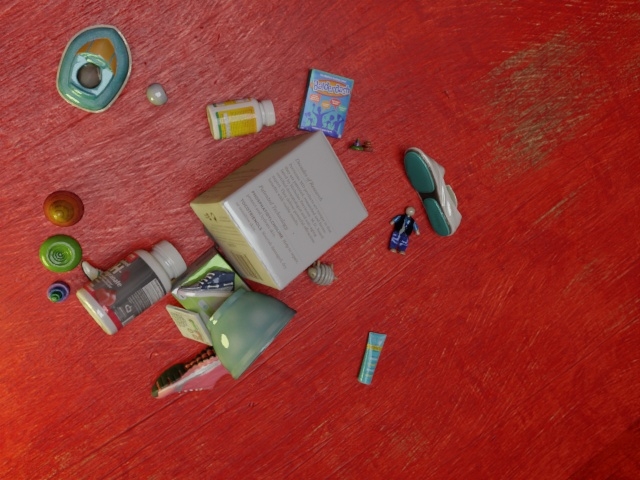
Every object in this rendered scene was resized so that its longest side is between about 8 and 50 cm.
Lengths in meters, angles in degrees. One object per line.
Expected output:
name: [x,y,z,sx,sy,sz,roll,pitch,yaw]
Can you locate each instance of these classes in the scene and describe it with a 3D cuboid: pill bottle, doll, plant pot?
pill bottle: [-0.262,-0.409,1.779,0.209,0.117,0.117,-14,106,-14]
doll: [0.328,-0.041,2.089,0.129,0.046,0.188,16,91,-11]
plant pot: [-0.245,0.279,1.747,0.196,0.293,0.293,41,88,4]
pill bottle: [-0.599,0.140,1.737,0.319,0.176,0.176,-40,112,-27]

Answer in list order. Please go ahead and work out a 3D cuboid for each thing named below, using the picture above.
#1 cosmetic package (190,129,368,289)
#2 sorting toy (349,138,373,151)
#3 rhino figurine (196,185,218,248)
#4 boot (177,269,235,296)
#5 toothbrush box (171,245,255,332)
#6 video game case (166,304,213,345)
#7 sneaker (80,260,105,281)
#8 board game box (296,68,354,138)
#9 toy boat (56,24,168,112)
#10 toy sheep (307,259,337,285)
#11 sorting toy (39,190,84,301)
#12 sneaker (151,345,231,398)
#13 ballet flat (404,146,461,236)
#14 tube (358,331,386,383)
cosmetic package: [-0.136,-0.101,1.734,0.394,0.329,0.327,-40,111,-22]
sorting toy: [0.149,-0.349,1.955,0.102,0.061,0.042,1,102,-41]
rhino figurine: [-0.354,-0.064,1.849,0.106,0.073,0.243,-21,105,-19]
boot: [-0.375,0.140,1.770,0.190,0.069,0.086,3,94,-27]
toothbrush box: [-0.356,0.197,1.885,0.206,0.122,0.283,-40,112,-6]
video game case: [-0.448,0.292,1.850,0.019,0.143,0.157,-54,140,-37]
sneaker: [-0.727,0.121,1.790,0.075,0.057,0.161,-40,110,-24]
board game box: [0.017,-0.479,1.889,0.160,0.047,0.210,9,99,-19]
toy boat: [-0.617,-0.498,1.628,0.318,0.148,0.267,21,95,-21]
toy sheep: [0.009,0.126,2.006,0.132,0.091,0.091,14,98,-25]
sorting toy: [-0.825,0.030,1.694,0.127,0.126,0.365,5,100,-19]
sneaker: [-0.447,0.499,1.927,0.314,0.116,0.136,-28,110,-10]
ballet flat: [0.438,-0.203,2.058,0.139,0.139,0.400,-32,114,-9]
tube: [0.205,0.474,2.170,0.080,0.052,0.206,15,92,-31]
